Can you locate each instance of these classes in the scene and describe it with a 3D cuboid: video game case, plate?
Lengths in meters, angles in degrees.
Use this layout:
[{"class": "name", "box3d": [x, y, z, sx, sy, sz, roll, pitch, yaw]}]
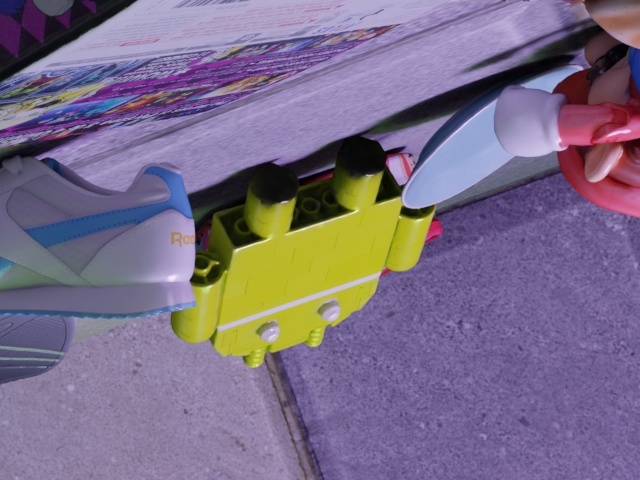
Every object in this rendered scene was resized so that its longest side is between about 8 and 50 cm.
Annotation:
[{"class": "video game case", "box3d": [-0.056, -0.087, 0.748, 0.210, 0.042, 0.232, -22, 175, 40]}, {"class": "plate", "box3d": [0.139, -0.093, 1.594, 0.188, 0.024, 0.188, -33, 164, -11]}]

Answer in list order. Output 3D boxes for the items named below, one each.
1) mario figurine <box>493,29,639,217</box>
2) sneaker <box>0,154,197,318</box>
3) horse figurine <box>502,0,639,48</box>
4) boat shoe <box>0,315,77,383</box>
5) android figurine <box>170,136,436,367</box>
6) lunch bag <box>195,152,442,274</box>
[{"class": "mario figurine", "box3d": [0.248, -0.137, 1.391, 0.198, 0.170, 0.320, 18, 156, -10]}, {"class": "sneaker", "box3d": [-0.184, -0.002, 1.094, 0.228, 0.092, 0.087, 0, 180, 4]}, {"class": "horse figurine", "box3d": [0.217, -0.128, 1.003, 0.263, 0.066, 0.174, 8, 173, -8]}, {"class": "boat shoe", "box3d": [-0.297, 0.071, 1.622, 0.118, 0.103, 0.320, 3, 161, -25]}, {"class": "android figurine", "box3d": [-0.019, 0.021, 1.673, 0.248, 0.056, 0.273, -17, 148, -23]}, {"class": "lunch bag", "box3d": [0.000, 0.000, 1.931, 0.258, 0.120, 0.293, -23, 176, -16]}]
